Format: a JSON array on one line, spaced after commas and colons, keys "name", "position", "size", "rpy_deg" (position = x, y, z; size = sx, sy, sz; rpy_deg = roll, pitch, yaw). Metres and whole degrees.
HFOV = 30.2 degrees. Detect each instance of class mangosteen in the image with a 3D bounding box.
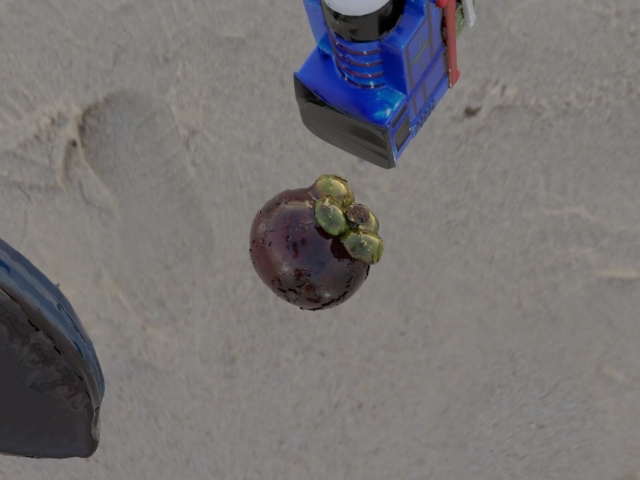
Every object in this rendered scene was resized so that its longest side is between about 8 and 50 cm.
[{"name": "mangosteen", "position": [0.000, 0.000, 1.531], "size": [0.166, 0.180, 0.166], "rpy_deg": [32, 40, -31]}]

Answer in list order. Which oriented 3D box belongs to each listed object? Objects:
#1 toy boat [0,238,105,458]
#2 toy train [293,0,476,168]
[{"name": "toy boat", "position": [-0.252, 0.054, 0.819], "size": [0.129, 0.309, 0.142], "rpy_deg": [-44, 38, -2]}, {"name": "toy train", "position": [0.041, -0.140, 0.767], "size": [0.083, 0.204, 0.131], "rpy_deg": [33, 80, 16]}]
